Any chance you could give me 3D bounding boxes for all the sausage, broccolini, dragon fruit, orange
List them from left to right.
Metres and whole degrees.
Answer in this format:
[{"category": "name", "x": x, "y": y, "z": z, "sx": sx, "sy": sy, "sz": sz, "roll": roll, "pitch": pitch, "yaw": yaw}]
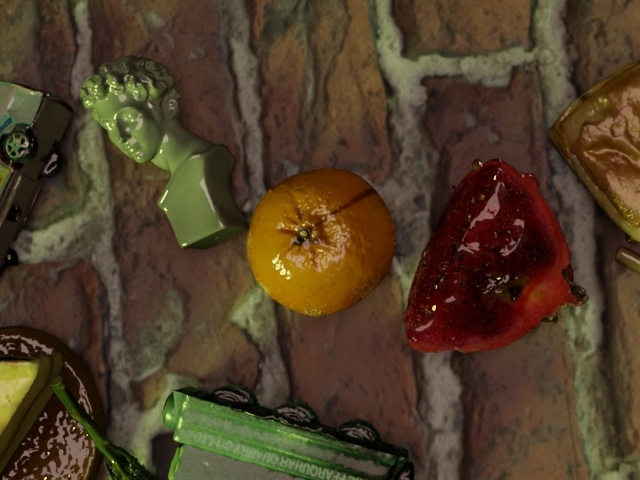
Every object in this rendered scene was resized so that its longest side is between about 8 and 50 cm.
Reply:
[{"category": "broccolini", "x": -0.271, "y": 0.250, "z": 1.628, "sx": 0.054, "sy": 0.239, "sz": 0.051, "roll": -3, "pitch": 40, "yaw": 34}, {"category": "orange", "x": 0.000, "y": 0.000, "z": 1.654, "sx": 0.193, "sy": 0.161, "sz": 0.193, "roll": 0, "pitch": 86, "yaw": -2}, {"category": "dragon fruit", "x": 0.234, "y": 0.039, "z": 1.666, "sx": 0.212, "sy": 0.134, "sz": 0.262, "roll": 28, "pitch": 101, "yaw": -6}, {"category": "sausage", "x": 0.448, "y": 0.046, "z": 1.698, "sx": 0.132, "sy": 0.024, "sz": 0.024, "roll": 28, "pitch": 85, "yaw": 6}]

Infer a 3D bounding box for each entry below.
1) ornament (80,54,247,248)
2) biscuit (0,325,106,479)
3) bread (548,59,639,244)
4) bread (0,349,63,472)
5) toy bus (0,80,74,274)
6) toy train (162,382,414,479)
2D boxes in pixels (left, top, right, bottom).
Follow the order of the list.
[{"category": "ornament", "x": -0.193, "y": -0.119, "z": 1.701, "sx": 0.120, "sy": 0.130, "sz": 0.285, "roll": -38, "pitch": 91, "yaw": 14}, {"category": "biscuit", "x": -0.452, "y": 0.286, "z": 1.689, "sx": 0.367, "sy": 0.063, "sz": 0.314, "roll": -22, "pitch": 86, "yaw": -1}, {"category": "bread", "x": 0.440, "y": -0.135, "z": 1.682, "sx": 0.235, "sy": 0.099, "sz": 0.210, "roll": -37, "pitch": 83, "yaw": -2}, {"category": "bread", "x": -0.406, "y": 0.261, "z": 1.582, "sx": 0.163, "sy": 0.167, "sz": 0.264, "roll": 0, "pitch": 88, "yaw": 2}, {"category": "toy bus", "x": -0.447, "y": -0.061, "z": 1.710, "sx": 0.138, "sy": 0.112, "sz": 0.317, "roll": 22, "pitch": 84, "yaw": 15}, {"category": "toy train", "x": -0.051, "y": 0.290, "z": 1.637, "sx": 0.330, "sy": 0.138, "sz": 0.178, "roll": 15, "pitch": 88, "yaw": 5}]
